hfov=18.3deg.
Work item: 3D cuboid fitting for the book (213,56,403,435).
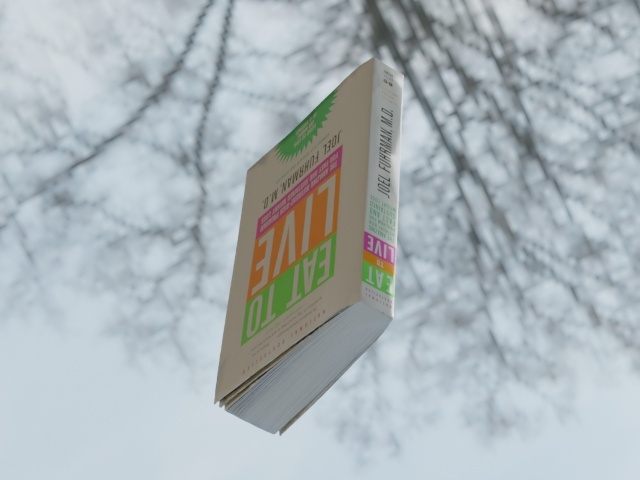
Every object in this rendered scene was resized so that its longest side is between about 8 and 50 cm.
[{"bbox_3d":[0.000,0.000,0.866,0.096,0.035,0.144,-42,-150,37],"label":"book"}]
